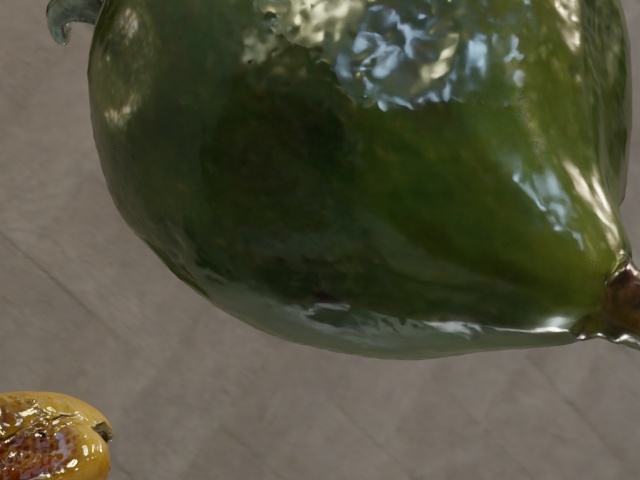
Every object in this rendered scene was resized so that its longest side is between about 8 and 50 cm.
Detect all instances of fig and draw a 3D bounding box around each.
[{"bbox_3d":[0.031,-0.042,0.604,0.195,0.245,0.195,-16,125,-23],"label":"fig"}]

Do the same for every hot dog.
[{"bbox_3d":[-0.185,0.133,0.987,0.140,0.090,0.060,-16,142,1],"label":"hot dog"}]

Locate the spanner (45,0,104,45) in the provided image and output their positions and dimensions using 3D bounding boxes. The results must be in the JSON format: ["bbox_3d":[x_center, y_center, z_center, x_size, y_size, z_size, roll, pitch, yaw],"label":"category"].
[{"bbox_3d":[-0.140,-0.231,1.072,0.015,0.054,0.254,-55,159,-54],"label":"spanner"}]
